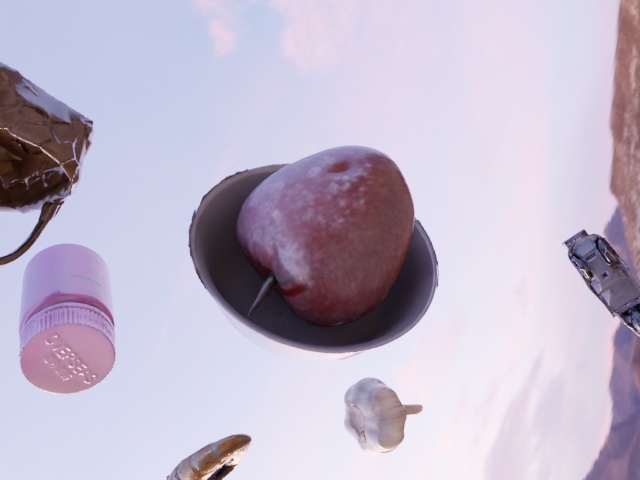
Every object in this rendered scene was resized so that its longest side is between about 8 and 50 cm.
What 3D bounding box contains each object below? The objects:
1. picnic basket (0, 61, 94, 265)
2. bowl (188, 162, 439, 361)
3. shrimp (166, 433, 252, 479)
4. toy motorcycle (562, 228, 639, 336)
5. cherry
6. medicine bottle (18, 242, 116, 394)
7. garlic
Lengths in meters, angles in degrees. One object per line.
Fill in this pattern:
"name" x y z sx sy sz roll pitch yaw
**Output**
"picnic basket" -0.591 -0.105 1.152 0.293 0.337 0.337 36 -112 -38
"bowl" -0.020 0.057 0.942 0.345 0.345 0.157 -46 -20 -43
"shrimp" -0.137 0.265 0.752 0.162 0.045 0.095 -48 -13 24
"toy motorcycle" 0.630 0.094 1.437 0.091 0.263 0.157 -36 -13 15
"cherry" 0.000 0.000 0.903 0.285 0.236 0.213 -48 -19 -12
"medicine bottle" -0.505 0.149 1.328 0.178 0.291 0.178 -10 -56 -16
"garlic" 0.183 0.441 1.702 0.226 0.199 0.199 -3 -75 -30
